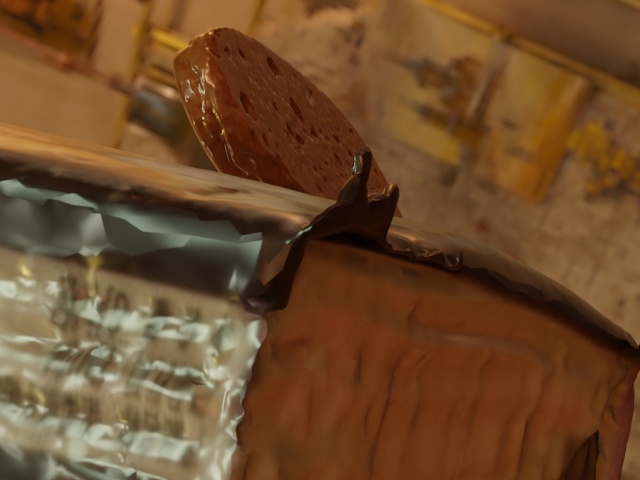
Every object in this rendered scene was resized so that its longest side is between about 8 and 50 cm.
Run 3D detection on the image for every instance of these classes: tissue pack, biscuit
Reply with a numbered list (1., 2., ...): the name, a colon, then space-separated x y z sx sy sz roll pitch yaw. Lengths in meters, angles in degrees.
1. tissue pack: -0.100 0.021 0.650 0.259 0.361 0.122 19 -97 -61
2. biscuit: 0.000 0.000 0.909 0.036 0.192 0.186 -28 -23 16
